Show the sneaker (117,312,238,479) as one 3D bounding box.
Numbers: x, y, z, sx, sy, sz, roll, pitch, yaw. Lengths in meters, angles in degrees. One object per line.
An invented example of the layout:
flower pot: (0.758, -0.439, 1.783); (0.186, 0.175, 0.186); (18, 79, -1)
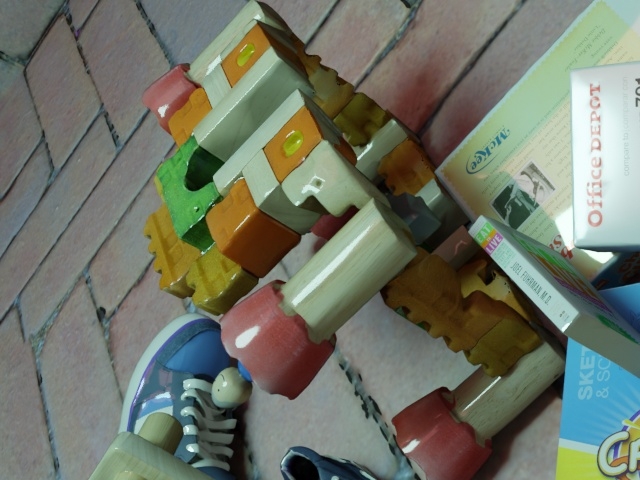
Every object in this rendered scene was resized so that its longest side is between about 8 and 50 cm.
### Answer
sneaker: (-0.118, 0.243, 1.191); (0.236, 0.130, 0.323); (6, 66, 43)

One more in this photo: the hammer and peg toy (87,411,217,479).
hammer and peg toy: (-0.130, 0.334, 1.004); (0.361, 0.266, 0.127); (-56, 6, 39)

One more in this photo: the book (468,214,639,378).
book: (0.178, 0.040, 0.827); (0.035, 0.096, 0.144); (-53, 35, 13)

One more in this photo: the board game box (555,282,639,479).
board game box: (0.273, 0.174, 0.754); (0.242, 0.064, 0.317); (-17, 54, 47)

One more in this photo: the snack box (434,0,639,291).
snack box: (0.262, -0.103, 0.919); (0.322, 0.060, 0.187); (-47, 55, 21)

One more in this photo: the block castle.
block castle: (0.000, 0.000, 1.030); (0.213, 0.303, 0.453); (-44, 38, 15)

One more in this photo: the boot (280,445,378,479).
boot: (0.035, 0.249, 0.997); (0.190, 0.086, 0.069); (23, 86, 56)

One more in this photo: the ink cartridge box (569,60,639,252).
ink cartridge box: (0.285, -0.063, 0.804); (0.190, 0.082, 0.140); (-3, 87, 30)
